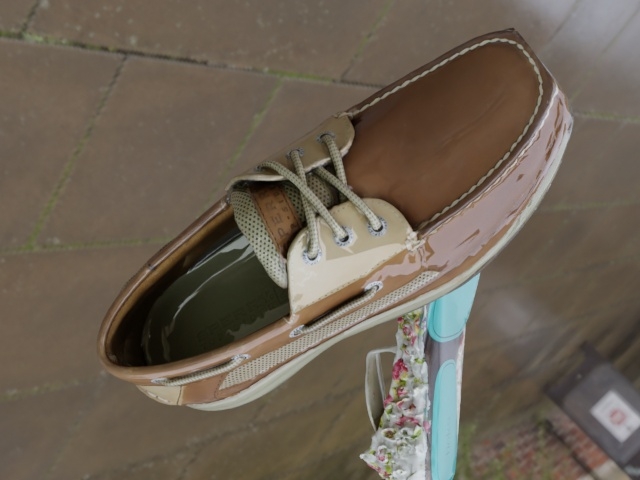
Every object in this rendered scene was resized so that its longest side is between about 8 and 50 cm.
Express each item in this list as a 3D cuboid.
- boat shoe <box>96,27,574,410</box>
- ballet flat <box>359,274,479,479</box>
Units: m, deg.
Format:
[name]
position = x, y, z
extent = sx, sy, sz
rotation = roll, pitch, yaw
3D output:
[boat shoe]
position = 0.000, 0.000, 0.597
extent = 0.324, 0.122, 0.120
rotation = -40, 157, 18
[ballet flat]
position = 0.073, 0.078, 0.788
extent = 0.091, 0.077, 0.240
rotation = 8, 90, -59
